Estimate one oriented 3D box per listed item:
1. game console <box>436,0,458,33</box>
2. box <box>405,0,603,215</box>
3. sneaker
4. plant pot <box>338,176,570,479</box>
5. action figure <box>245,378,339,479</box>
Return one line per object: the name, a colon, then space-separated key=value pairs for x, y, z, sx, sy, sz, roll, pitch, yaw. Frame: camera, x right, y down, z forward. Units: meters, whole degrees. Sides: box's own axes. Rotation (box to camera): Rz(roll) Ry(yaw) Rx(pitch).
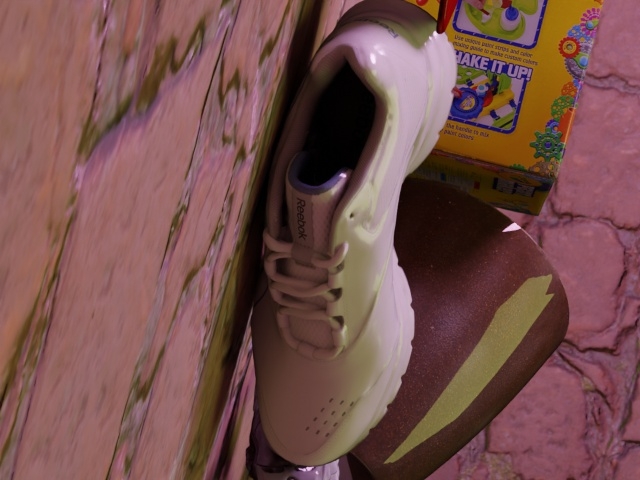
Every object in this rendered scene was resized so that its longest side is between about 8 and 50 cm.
game console: x=0.061 y=-0.214 z=1.211 sx=0.085 sy=0.124 sz=0.144 roll=-48 pitch=-172 yaw=25
box: x=0.142 y=-0.187 z=1.673 sx=0.290 sy=0.177 sz=0.279 roll=49 pitch=55 yaw=-84
sneaker: x=0.000 y=0.000 z=1.203 sx=0.129 sy=0.111 sz=0.297 roll=-27 pitch=126 yaw=-67
plant pot: x=0.056 y=0.104 z=1.598 sx=0.230 sy=0.215 sz=0.215 roll=-53 pitch=163 yaw=-35
action figure: x=-0.018 y=0.181 z=1.388 sx=0.285 sy=0.099 sz=0.185 roll=104 pitch=-4 yaw=-54
